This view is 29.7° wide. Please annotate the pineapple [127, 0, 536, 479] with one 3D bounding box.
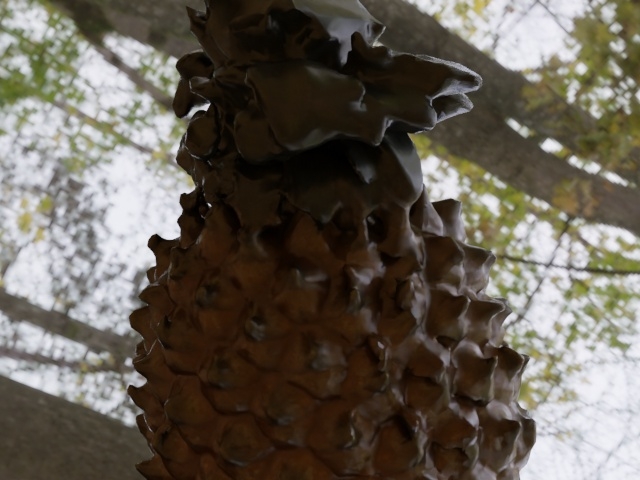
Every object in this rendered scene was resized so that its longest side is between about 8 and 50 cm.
[{"bbox_3d":[-0.001,0.001,0.626,0.223,0.223,0.357,24,-55,50],"label":"pineapple"}]
